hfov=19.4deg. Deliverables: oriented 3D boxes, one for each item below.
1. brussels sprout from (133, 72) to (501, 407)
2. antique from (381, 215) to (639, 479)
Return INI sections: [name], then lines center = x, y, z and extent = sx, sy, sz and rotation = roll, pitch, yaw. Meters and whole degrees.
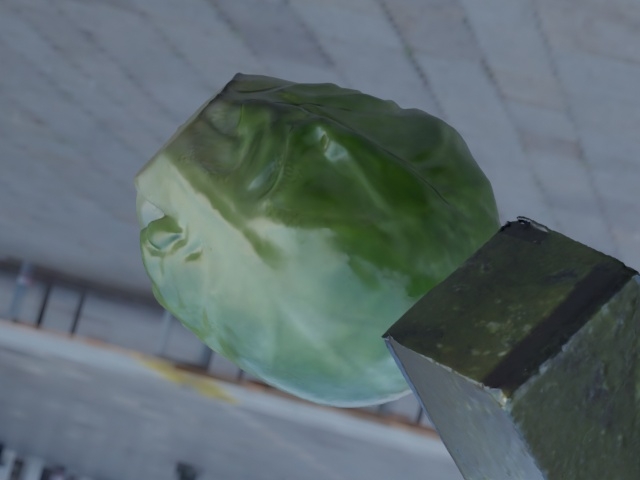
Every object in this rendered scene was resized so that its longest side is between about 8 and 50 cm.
[brussels sprout]
center = 0.000, 0.000, 1.222
extent = 0.244, 0.244, 0.244
rotation = 15, 170, 3
[antique]
center = 0.116, 0.102, 0.791
extent = 0.081, 0.080, 0.221
rotation = 29, 154, 52
